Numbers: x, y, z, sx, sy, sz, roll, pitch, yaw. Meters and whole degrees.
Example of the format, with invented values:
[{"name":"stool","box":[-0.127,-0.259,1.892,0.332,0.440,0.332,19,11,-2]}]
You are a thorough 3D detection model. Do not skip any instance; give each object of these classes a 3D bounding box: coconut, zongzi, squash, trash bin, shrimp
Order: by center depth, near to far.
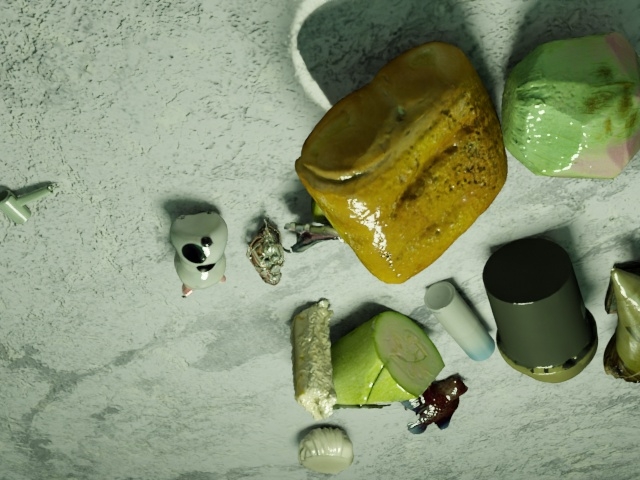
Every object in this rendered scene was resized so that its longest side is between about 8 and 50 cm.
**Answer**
[{"name":"coconut","box":[0.398,-0.197,0.999,0.235,0.236,0.204,-6,172,5]},{"name":"shrimp","box":[-0.105,0.021,1.320,0.074,0.073,0.190,-22,140,-27]},{"name":"trash bin","box":[0.469,0.170,1.402,0.214,0.214,0.334,-18,131,18]},{"name":"zongzi","box":[0.665,0.183,1.437,0.317,0.154,0.289,29,141,-8]},{"name":"squash","box":[0.093,0.326,1.553,0.210,0.233,0.309,50,122,8]}]

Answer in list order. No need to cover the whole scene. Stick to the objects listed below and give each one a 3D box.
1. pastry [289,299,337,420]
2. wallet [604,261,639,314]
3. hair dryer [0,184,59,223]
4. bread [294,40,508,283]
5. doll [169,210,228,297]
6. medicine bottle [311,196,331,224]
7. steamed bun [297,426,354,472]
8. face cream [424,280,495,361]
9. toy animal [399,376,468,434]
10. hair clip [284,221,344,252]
[{"name":"pastry","box":[-0.018,0.272,1.474,0.089,0.259,0.121,9,147,-16]},{"name":"wallet","box":[0.800,0.096,1.450,0.316,0.044,0.169,-7,141,9]},{"name":"hair dryer","box":[-0.539,-0.078,1.231,0.124,0.038,0.063,-20,137,10]},{"name":"bread","box":[0.157,-0.111,1.033,0.328,0.148,0.337,-40,135,-5]},{"name":"doll","box":[-0.237,0.022,1.296,0.110,0.107,0.181,-13,148,-19]},{"name":"medicine bottle","box":[0.058,-0.115,1.161,0.132,0.088,0.188,6,138,-5]},{"name":"steamed bun","box":[0.017,0.620,1.969,0.182,0.106,0.183,2,139,2]},{"name":"face cream","box":[0.325,0.190,1.517,0.077,0.077,0.250,-22,133,22]},{"name":"toy animal","box":[0.316,0.444,1.771,0.179,0.116,0.218,-33,123,31]},{"name":"hair clip","box":[0.001,-0.008,1.250,0.146,0.056,0.187,12,169,-30]}]
